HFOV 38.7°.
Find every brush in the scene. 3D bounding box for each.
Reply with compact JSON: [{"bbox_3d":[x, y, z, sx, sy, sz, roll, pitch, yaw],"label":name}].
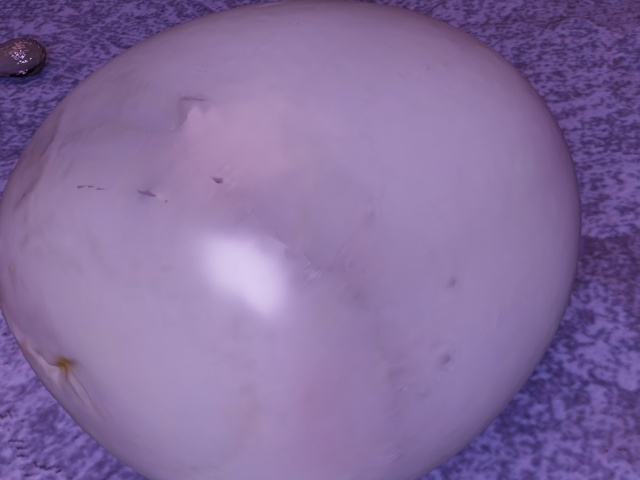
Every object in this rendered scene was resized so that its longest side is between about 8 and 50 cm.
[{"bbox_3d":[-0.442,-0.167,0.979,0.299,0.042,0.039,-15,26,-6],"label":"brush"}]

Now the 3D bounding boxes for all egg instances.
[{"bbox_3d":[0.000,0.000,0.528,0.345,0.283,0.283,-27,44,-29],"label":"egg"}]
